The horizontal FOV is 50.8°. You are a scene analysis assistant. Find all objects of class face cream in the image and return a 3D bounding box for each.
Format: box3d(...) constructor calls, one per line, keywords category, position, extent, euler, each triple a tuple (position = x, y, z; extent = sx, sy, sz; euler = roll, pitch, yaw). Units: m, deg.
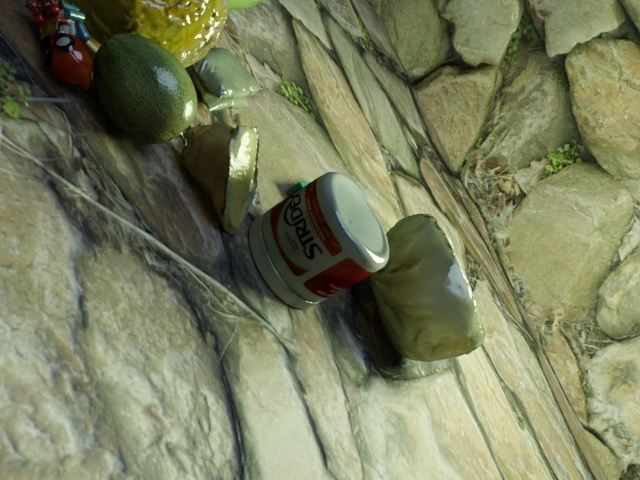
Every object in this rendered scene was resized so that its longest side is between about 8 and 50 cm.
box3d(category="face cream", position=(0.000, 0.000, 1.244), extent=(0.201, 0.187, 0.201), euler=(45, 27, -30))

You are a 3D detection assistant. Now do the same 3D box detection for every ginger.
box3d(category="ginger", position=(-0.179, -0.108, 1.162), extent=(0.115, 0.122, 0.193), euler=(-16, 111, -84))

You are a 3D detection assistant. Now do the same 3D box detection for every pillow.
box3d(category="pillow", position=(-0.206, -0.329, 1.368), extent=(0.134, 0.078, 0.181), euler=(56, 26, -1))

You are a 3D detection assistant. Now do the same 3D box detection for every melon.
box3d(category="melon", position=(-0.266, -0.226, 1.039), extent=(0.192, 0.139, 0.139), euler=(53, 24, -13))

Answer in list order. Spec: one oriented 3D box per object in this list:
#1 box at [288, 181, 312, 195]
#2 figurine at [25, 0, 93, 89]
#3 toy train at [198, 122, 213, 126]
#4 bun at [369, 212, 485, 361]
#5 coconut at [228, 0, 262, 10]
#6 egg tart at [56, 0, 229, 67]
box3d(category="box", position=(0.023, -0.025, 1.510), extent=(0.226, 0.042, 0.161), euler=(63, 23, 6))
box3d(category="figurine", position=(-0.375, -0.288, 0.988), extent=(0.075, 0.068, 0.140), euler=(-1, 69, -68))
box3d(category="toy train", position=(-0.189, -0.178, 1.266), extent=(0.148, 0.038, 0.071), euler=(5, 57, -62))
box3d(category="bun", position=(0.224, 0.114, 1.530), extent=(0.360, 0.211, 0.360), euler=(-21, 90, -83))
box3d(category="coconut", position=(-0.230, -0.606, 1.373), extent=(0.328, 0.328, 0.281), euler=(-95, -170, -46))
box3d(category="egg tart", position=(-0.276, -0.419, 1.081), extent=(0.319, 0.319, 0.128), euler=(46, -18, -30))
